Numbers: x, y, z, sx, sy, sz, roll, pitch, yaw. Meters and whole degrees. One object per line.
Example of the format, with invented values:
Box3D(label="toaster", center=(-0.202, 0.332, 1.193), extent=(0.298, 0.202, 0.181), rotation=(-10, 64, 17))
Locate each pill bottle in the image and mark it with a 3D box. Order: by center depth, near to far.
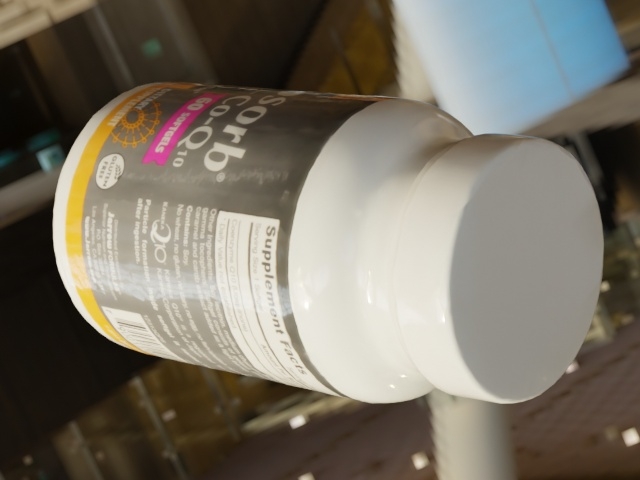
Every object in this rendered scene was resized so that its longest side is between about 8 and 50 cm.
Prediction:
Box3D(label="pill bottle", center=(0.000, 0.000, 0.962), extent=(0.278, 0.162, 0.162), rotation=(8, -150, 42))
